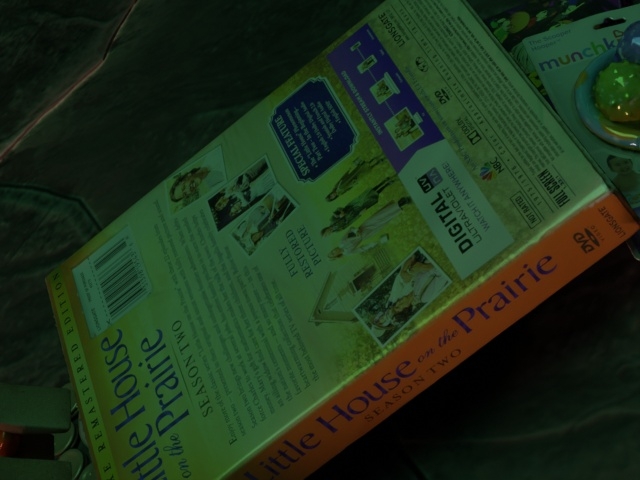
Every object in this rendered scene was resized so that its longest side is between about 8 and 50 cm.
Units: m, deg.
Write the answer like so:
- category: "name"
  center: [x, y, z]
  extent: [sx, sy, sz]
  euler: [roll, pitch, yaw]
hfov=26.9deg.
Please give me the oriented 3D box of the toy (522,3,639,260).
- category: "toy"
  center: [0.245, -0.102, 0.952]
  extent: [0.137, 0.056, 0.237]
  euler: [-16, 52, -1]

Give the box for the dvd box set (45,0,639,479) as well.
- category: "dvd box set"
  center: [-0.010, 0.012, 0.997]
  extent: [0.420, 0.062, 0.307]
  euler: [-39, 43, 10]

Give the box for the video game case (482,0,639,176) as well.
- category: "video game case"
  center: [0.156, -0.091, 1.070]
  extent: [0.210, 0.042, 0.232]
  euler: [-18, 49, 27]

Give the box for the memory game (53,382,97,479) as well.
- category: "memory game"
  center: [-0.175, 0.146, 1.193]
  extent: [0.186, 0.012, 0.186]
  euler: [-22, 48, 27]

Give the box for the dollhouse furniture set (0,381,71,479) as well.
- category: "dollhouse furniture set"
  center: [-0.281, 0.267, 0.990]
  extent: [0.259, 0.135, 0.262]
  euler: [-102, 29, -49]
